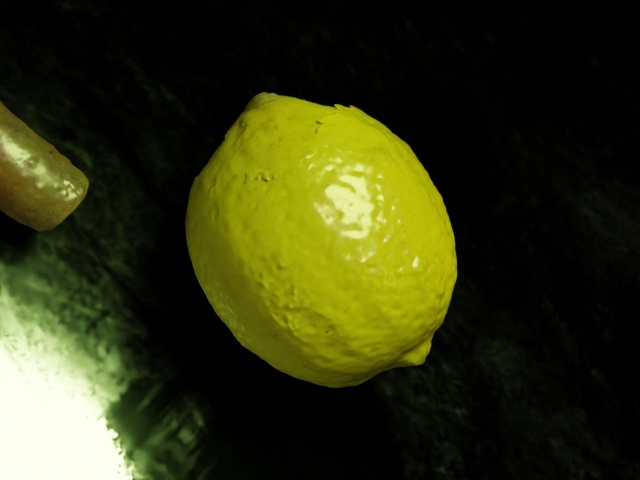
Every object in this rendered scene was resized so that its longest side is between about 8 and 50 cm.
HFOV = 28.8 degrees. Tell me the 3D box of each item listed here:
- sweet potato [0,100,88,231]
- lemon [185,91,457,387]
[{"bbox_3d":[-0.300,-0.153,0.784,0.385,0.109,0.109,53,49,-13],"label":"sweet potato"},{"bbox_3d":[0.002,0.001,0.846,0.193,0.180,0.181,32,52,-13],"label":"lemon"}]
